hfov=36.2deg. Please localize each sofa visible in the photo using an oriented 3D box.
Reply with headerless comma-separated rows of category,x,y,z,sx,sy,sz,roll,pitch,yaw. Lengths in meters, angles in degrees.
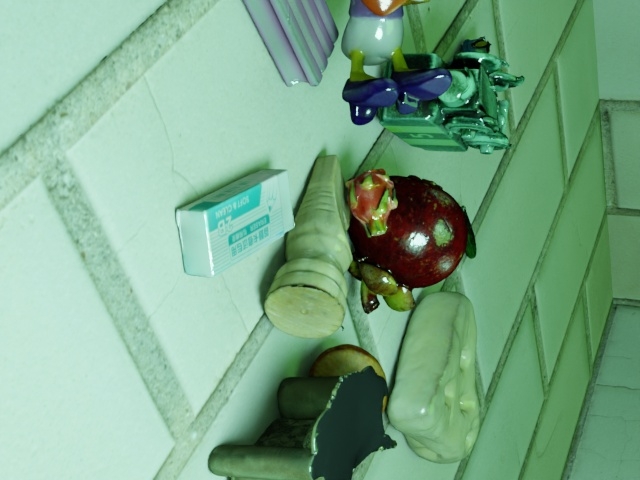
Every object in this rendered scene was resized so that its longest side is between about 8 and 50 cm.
sofa,-0.029,0.286,1.454,0.258,0.200,0.182,-39,117,-54

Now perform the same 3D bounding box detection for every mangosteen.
mangosteen,0.140,0.014,1.718,0.215,0.215,0.257,22,90,-62

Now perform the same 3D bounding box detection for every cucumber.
cucumber,0.342,-0.020,2.295,0.184,0.033,0.036,65,14,-45

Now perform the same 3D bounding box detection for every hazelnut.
hazelnut,0.046,0.252,1.644,0.150,0.150,0.150,-19,111,-61

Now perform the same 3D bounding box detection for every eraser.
eraser,-0.114,-0.029,1.365,0.225,0.052,0.096,-34,123,-57

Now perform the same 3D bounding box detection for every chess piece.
chess piece,0.000,0.000,1.549,0.137,0.137,0.301,66,28,-44

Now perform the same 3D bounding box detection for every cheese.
cheese,0.266,0.289,2.086,0.351,0.129,0.328,51,51,-53

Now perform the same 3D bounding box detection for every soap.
soap,-0.044,-0.335,1.432,0.203,0.065,0.122,60,40,-49

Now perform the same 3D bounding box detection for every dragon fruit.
dragon fruit,0.086,-0.061,1.595,0.086,0.081,0.116,139,-54,-74

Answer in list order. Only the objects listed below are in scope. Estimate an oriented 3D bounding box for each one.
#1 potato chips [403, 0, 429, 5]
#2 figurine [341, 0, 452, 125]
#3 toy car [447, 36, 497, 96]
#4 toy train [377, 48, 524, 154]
potato chips,0.151,-0.455,1.839,0.204,0.037,0.026,-19,102,-56
figurine,0.086,-0.382,1.472,0.193,0.154,0.421,155,-69,-78
toy car,0.334,-0.370,2.157,0.191,0.100,0.097,-82,161,-54
toy train,0.243,-0.258,1.826,0.299,0.238,0.167,22,74,-64
